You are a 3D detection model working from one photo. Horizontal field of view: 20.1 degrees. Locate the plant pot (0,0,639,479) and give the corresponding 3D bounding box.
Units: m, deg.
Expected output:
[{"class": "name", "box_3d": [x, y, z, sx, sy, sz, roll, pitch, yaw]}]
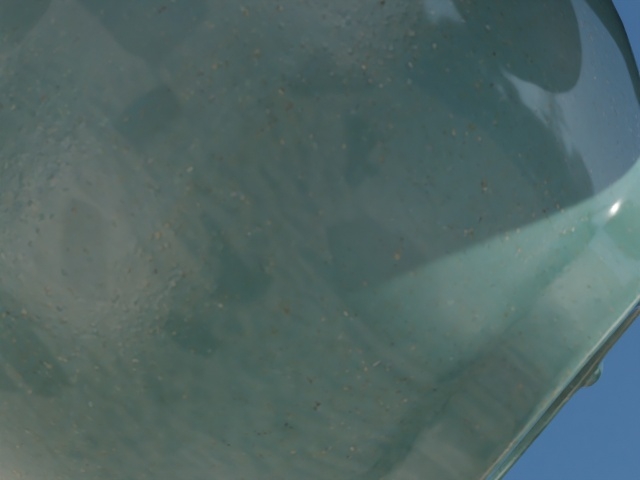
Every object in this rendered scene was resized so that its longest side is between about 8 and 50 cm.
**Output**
[{"class": "plant pot", "box_3d": [0.000, 0.000, 0.597, 0.196, 0.293, 0.293, 41, -42, 11]}]
